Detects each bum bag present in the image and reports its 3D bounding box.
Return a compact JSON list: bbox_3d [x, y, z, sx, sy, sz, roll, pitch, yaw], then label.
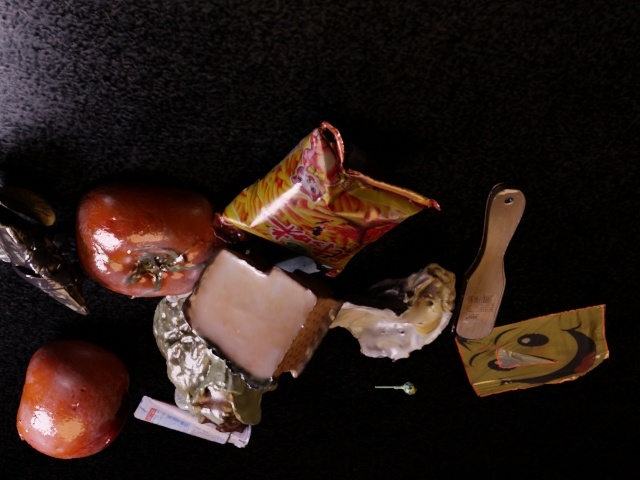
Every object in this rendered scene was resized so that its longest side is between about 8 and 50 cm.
[{"bbox_3d":[-0.404,0.024,1.280,0.069,0.102,0.248,-37,132,0],"label":"bum bag"}]

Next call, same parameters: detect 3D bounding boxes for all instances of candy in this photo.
[{"bbox_3d":[0.150,0.294,1.799,0.083,0.023,0.025,-3,101,8],"label":"candy"}]

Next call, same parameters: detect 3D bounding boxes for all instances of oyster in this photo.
[{"bbox_3d":[0.112,0.117,1.499,0.271,0.100,0.275,-13,154,16],"label":"oyster"}]

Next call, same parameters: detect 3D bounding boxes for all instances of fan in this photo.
[{"bbox_3d":[-0.110,0.052,1.432,0.282,0.023,0.057,-12,142,-3],"label":"fan"}]

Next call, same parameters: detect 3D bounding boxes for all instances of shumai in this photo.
[{"bbox_3d":[-0.162,0.197,1.491,0.256,0.218,0.189,-15,147,19],"label":"shumai"}]

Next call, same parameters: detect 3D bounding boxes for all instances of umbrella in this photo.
[{"bbox_3d":[-0.472,0.011,1.355,0.188,0.046,0.050,-5,147,-7],"label":"umbrella"}]

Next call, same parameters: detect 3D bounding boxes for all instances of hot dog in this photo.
[{"bbox_3d":[-0.413,-0.054,1.275,0.090,0.034,0.030,24,143,-7],"label":"hot dog"}]

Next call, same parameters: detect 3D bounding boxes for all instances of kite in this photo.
[{"bbox_3d":[0.395,0.214,1.721,0.327,0.013,0.377,14,140,-21],"label":"kite"}]

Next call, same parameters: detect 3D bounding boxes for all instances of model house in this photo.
[{"bbox_3d":[-0.077,0.105,1.337,0.166,0.183,0.172,-60,160,9],"label":"model house"}]

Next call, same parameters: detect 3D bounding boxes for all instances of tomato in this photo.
[{"bbox_3d":[-0.252,0.010,1.328,0.236,0.095,0.237,-3,142,-2],"label":"tomato"},{"bbox_3d":[-0.423,0.276,1.570,0.184,0.208,0.208,13,140,-17],"label":"tomato"}]

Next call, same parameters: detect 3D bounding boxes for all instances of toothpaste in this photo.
[{"bbox_3d":[-0.259,0.370,1.842,0.234,0.057,0.089,18,137,-16],"label":"toothpaste"}]

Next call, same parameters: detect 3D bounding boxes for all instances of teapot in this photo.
[{"bbox_3d":[-0.234,0.292,1.738,0.083,0.064,0.064,-51,138,6],"label":"teapot"}]

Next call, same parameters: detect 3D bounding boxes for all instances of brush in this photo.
[{"bbox_3d":[0.265,0.030,1.439,0.070,0.065,0.327,5,133,-1],"label":"brush"}]

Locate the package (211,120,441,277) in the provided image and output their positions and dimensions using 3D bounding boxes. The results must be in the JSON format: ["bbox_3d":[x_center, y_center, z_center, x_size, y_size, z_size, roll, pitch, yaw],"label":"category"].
[{"bbox_3d":[0.011,-0.050,1.261,0.223,0.108,0.288,28,143,-25],"label":"package"}]
